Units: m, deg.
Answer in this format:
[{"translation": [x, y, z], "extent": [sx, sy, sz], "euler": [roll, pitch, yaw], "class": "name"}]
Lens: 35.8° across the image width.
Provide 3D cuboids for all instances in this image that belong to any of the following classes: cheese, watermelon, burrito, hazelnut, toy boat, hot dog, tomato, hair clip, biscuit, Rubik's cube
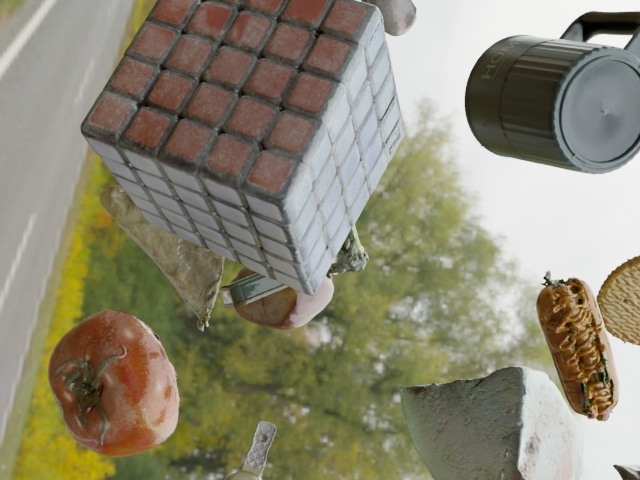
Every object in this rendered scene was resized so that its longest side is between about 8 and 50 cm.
[{"translation": [-0.106, 0.353, 1.420], "extent": [0.037, 0.097, 0.192], "euler": [101, 8, -72], "class": "cheese"}, {"translation": [0.299, 0.283, 1.444], "extent": [0.320, 0.289, 0.214], "euler": [50, -51, 52], "class": "watermelon"}, {"translation": [-0.266, -0.012, 1.877], "extent": [0.175, 0.348, 0.107], "euler": [-37, -176, 9], "class": "burrito"}, {"translation": [-0.080, 0.097, 2.076], "extent": [0.181, 0.212, 0.181], "euler": [-56, 135, -51], "class": "hazelnut"}, {"translation": [0.084, -0.449, 1.760], "extent": [0.227, 0.085, 0.155], "euler": [56, 0, 25], "class": "toy boat"}, {"translation": [0.307, 0.124, 1.168], "extent": [0.055, 0.072, 0.188], "euler": [-130, -160, -84], "class": "hot dog"}, {"translation": [-0.324, 0.221, 1.475], "extent": [0.095, 0.236, 0.237], "euler": [-22, 133, -52], "class": "tomato"}, {"translation": [-0.002, 0.001, 1.627], "extent": [0.321, 0.091, 0.138], "euler": [144, -71, -81], "class": "hair clip"}, {"translation": [0.718, 0.125, 2.127], "extent": [0.035, 0.253, 0.254], "euler": [-90, -166, -57], "class": "biscuit"}, {"translation": [-0.069, -0.119, 1.047], "extent": [0.237, 0.238, 0.237], "euler": [-62, 161, -17], "class": "Rubik's cube"}]

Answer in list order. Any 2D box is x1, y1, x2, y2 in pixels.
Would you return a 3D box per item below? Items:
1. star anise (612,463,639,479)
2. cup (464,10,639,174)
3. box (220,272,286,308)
[{"translation": [0.776, 0.551, 2.127], "extent": [0.108, 0.315, 0.315], "euler": [-69, 178, -52], "class": "star anise"}, {"translation": [0.469, -0.266, 1.840], "extent": [0.292, 0.307, 0.242], "euler": [33, -35, 66], "class": "cup"}, {"translation": [-0.075, 0.057, 1.368], "extent": [0.031, 0.126, 0.091], "euler": [69, -18, -2], "class": "box"}]
